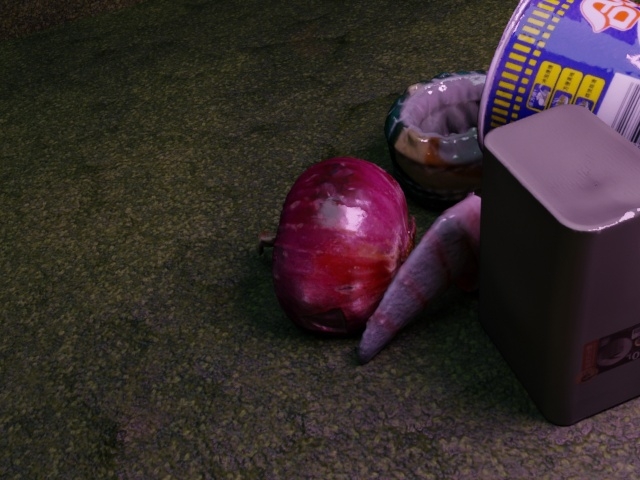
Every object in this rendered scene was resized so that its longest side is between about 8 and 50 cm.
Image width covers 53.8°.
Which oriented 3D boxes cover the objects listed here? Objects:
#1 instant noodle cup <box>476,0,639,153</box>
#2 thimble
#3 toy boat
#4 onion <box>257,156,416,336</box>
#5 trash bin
[{"bbox_3d":[0.412,-0.182,0.829,0.312,0.284,0.284,30,59,29],"label":"instant noodle cup"},{"bbox_3d":[0.268,-0.190,1.162,0.288,0.167,0.254,-18,44,-1],"label":"thimble"},{"bbox_3d":[0.146,0.065,0.927,0.282,0.206,0.096,-42,58,-6],"label":"toy boat"},{"bbox_3d":[0.026,-0.001,0.992,0.273,0.230,0.256,-7,43,-2],"label":"onion"},{"bbox_3d":[0.301,0.036,0.784,0.158,0.343,0.223,-22,44,-3],"label":"trash bin"}]
